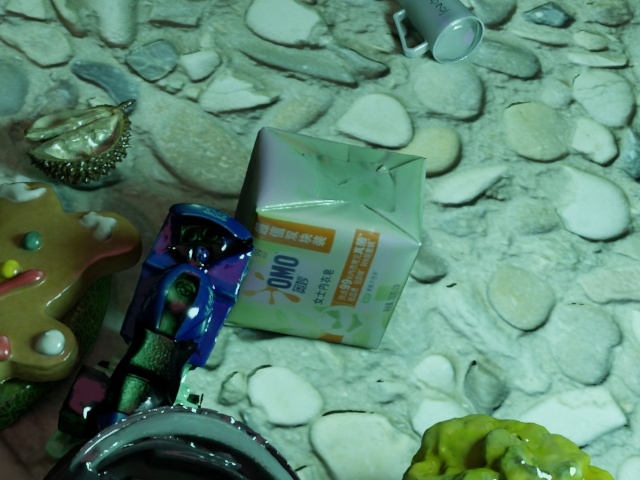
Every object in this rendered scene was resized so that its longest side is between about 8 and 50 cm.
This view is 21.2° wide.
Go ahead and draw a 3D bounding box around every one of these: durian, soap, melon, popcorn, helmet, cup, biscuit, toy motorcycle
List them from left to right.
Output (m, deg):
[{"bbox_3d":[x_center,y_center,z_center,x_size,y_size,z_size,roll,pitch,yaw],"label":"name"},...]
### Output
[{"bbox_3d":[-0.324,0.067,1.698,0.216,0.047,0.339,19,51,24],"label":"biscuit"},{"bbox_3d":[-0.288,0.090,1.729,0.114,0.053,0.262,14,44,6],"label":"melon"},{"bbox_3d":[-0.260,-0.108,1.912,0.140,0.071,0.110,-33,56,-21],"label":"durian"},{"bbox_3d":[-0.151,0.308,1.443,0.271,0.197,0.338,15,79,-16],"label":"helmet"},{"bbox_3d":[-0.148,0.090,1.658,0.125,0.196,0.331,21,50,0],"label":"toy motorcycle"},{"bbox_3d":[0.000,0.000,1.800,0.182,0.199,0.138,11,48,-7],"label":"soap"},{"bbox_3d":[0.142,-0.282,2.220,0.104,0.074,0.116,-32,54,-5],"label":"cup"},{"bbox_3d":[0.164,0.287,1.603,0.266,0.192,0.233,-4,60,11],"label":"popcorn"}]
